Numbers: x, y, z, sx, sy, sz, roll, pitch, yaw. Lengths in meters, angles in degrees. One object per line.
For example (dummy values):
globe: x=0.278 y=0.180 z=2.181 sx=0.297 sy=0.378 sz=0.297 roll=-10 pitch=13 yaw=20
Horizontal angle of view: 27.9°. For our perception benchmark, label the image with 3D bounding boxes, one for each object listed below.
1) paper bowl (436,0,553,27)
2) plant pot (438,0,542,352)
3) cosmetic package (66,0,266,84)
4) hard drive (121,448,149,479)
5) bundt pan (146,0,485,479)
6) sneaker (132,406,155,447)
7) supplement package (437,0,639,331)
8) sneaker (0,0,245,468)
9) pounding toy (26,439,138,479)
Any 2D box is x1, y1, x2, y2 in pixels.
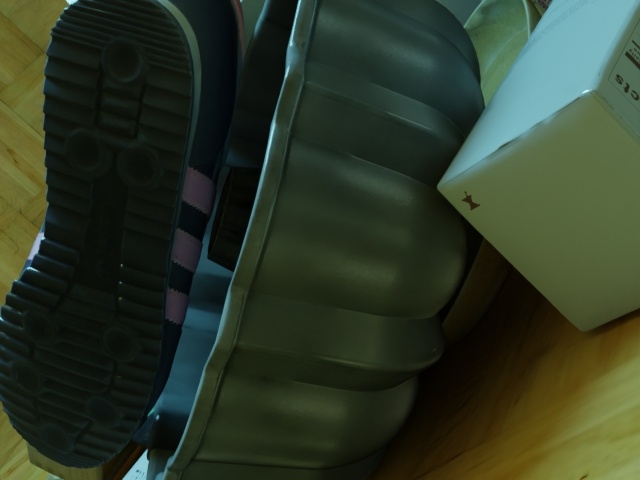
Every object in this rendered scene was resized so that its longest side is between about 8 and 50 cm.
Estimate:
paper bowl: x=0.082 y=-0.203 z=0.941 sx=0.148 sy=0.284 sz=0.284 roll=-51 pitch=10 yaw=5
plant pot: x=0.087 y=-0.034 z=0.769 sx=0.236 sy=0.032 sz=0.236 roll=-163 pitch=90 yaw=-80
cosmetic package: x=-0.040 y=-0.119 z=0.996 sx=0.113 sy=0.309 sz=0.160 roll=-46 pitch=54 yaw=3
hard drive: x=-0.068 y=0.139 z=0.948 sx=0.319 sy=0.040 sz=0.210 roll=-51 pitch=11 yaw=-16
bundt pan: x=0.000 y=0.000 z=0.736 sx=0.331 sy=0.124 sz=0.331 roll=-165 pitch=90 yaw=-81
sneaker: x=-0.092 y=0.098 z=1.188 sx=0.224 sy=0.083 sz=0.098 roll=-57 pitch=-24 yaw=-1
supplement package: x=0.154 y=-0.064 z=0.617 sx=0.105 sy=0.105 sz=0.179 roll=-32 pitch=18 yaw=49
sneaker: x=-0.105 y=-0.009 z=0.761 sx=0.131 sy=0.112 sz=0.319 roll=-50 pitch=-17 yaw=-58
pounding toy: x=-0.223 y=0.193 z=1.237 sx=0.181 sy=0.094 sz=0.206 roll=-53 pitch=-22 yaw=-40
